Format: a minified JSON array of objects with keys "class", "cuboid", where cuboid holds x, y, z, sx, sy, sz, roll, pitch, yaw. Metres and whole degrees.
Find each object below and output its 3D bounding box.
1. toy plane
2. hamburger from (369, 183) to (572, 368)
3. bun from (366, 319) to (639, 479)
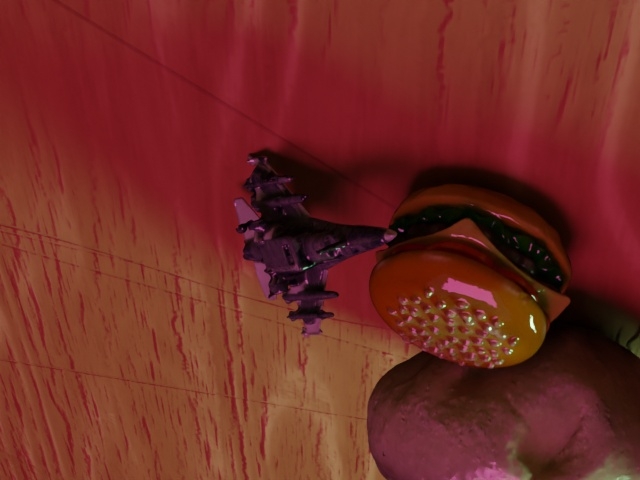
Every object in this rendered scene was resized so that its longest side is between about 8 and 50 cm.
[{"class":"toy plane","cuboid":[-0.016,0.005,1.528,0.234,0.082,0.160,2,111,70]},{"class":"hamburger","cuboid":[0.118,0.030,1.498,0.162,0.115,0.162,18,152,10]},{"class":"bun","cuboid":[0.175,0.152,1.625,0.273,0.168,0.273,5,174,0]}]
